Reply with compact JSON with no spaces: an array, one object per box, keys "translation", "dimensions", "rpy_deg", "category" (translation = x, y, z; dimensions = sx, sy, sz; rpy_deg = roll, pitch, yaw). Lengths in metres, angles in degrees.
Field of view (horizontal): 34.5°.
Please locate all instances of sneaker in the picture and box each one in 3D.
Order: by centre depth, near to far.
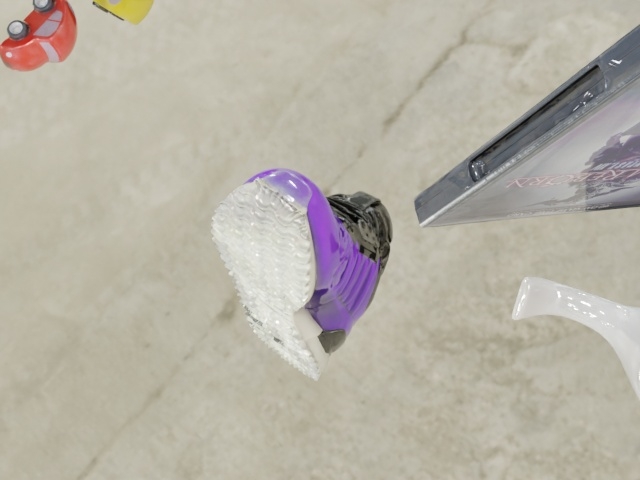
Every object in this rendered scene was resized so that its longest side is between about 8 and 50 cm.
[{"translation":[-0.001,0.000,0.884],"dimensions":[0.102,0.293,0.146],"rpy_deg":[36,69,19],"category":"sneaker"}]

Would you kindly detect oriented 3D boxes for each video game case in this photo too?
[{"translation":[0.197,-0.067,0.573],"dimensions":[0.196,0.274,0.026],"rpy_deg":[-6,74,-23],"category":"video game case"}]

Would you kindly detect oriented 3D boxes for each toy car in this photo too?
[{"translation":[-0.238,-0.299,1.114],"dimensions":[0.053,0.225,0.239],"rpy_deg":[33,41,12],"category":"toy car"}]

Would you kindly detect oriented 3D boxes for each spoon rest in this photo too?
[{"translation":[0.348,0.116,1.140],"dimensions":[0.084,0.137,0.276],"rpy_deg":[-9,31,-46],"category":"spoon rest"}]
